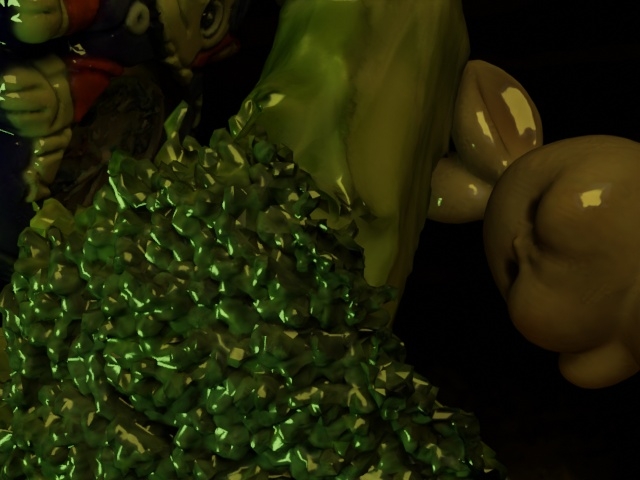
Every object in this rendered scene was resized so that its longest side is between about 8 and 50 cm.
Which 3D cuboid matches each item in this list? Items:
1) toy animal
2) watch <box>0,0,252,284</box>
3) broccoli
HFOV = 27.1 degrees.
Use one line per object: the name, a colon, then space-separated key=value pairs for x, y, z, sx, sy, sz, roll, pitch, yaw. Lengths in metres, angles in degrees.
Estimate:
toy animal: x=0.114 y=0.001 z=0.603 sx=0.212 sy=0.124 sz=0.124 roll=27 pitch=55 yaw=22
watch: x=-0.160 y=-0.086 z=0.614 sx=0.200 sy=0.171 sz=0.196 roll=24 pitch=34 yaw=18
broccoli: x=-0.018 y=-0.010 z=0.494 sx=0.252 sy=0.221 sz=0.361 roll=24 pitch=54 yaw=-41
